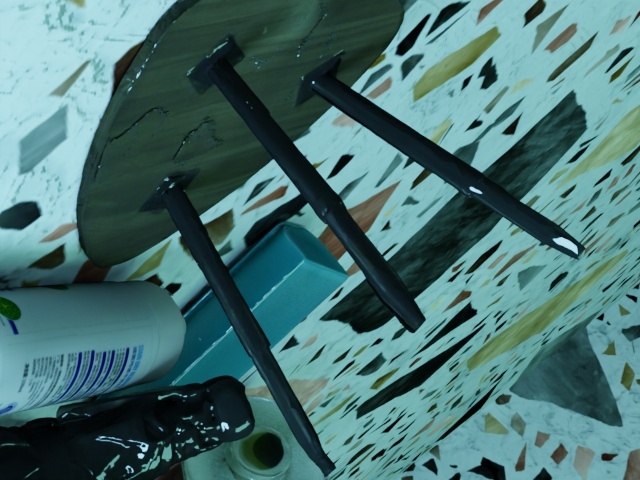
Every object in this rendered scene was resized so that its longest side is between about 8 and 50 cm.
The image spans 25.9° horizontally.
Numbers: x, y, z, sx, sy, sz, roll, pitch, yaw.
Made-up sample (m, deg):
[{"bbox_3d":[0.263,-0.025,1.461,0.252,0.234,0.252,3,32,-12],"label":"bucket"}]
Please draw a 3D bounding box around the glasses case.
[{"bbox_3d":[-0.116,0.105,1.362,0.301,0.070,0.117,-42,158,10],"label":"glasses case"}]

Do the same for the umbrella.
[{"bbox_3d":[-0.225,0.166,1.079,0.357,0.106,0.113,-16,-171,-18],"label":"umbrella"}]

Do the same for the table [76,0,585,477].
[{"bbox_3d":[0.000,0.000,1.002,0.317,0.249,0.317,-37,163,-13],"label":"table"}]

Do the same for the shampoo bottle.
[{"bbox_3d":[-0.189,0.076,1.064,0.092,0.092,0.303,-46,163,19],"label":"shampoo bottle"}]

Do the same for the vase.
[{"bbox_3d":[-0.129,0.390,1.780,0.250,0.250,0.445,-28,153,-37],"label":"vase"}]
